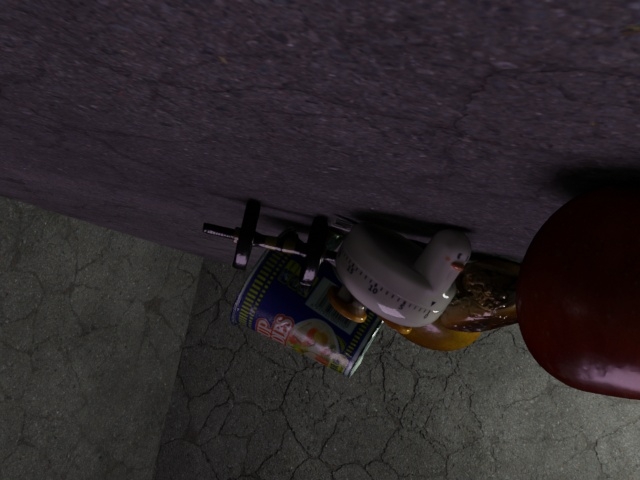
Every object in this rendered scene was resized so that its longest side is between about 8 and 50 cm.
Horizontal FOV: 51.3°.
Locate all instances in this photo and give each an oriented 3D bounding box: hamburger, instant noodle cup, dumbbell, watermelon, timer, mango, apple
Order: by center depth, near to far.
[{"bbox_3d":[0.345,0.061,0.705,0.261,0.216,0.260,11,173,1],"label":"apple"},{"bbox_3d":[0.152,0.044,1.241,0.234,0.240,0.233,29,-163,-10],"label":"timer"},{"bbox_3d":[-0.085,0.009,1.394,0.326,0.143,0.143,13,174,-7],"label":"dumbbell"},{"bbox_3d":[0.377,0.126,1.476,0.243,0.146,0.286,-7,161,0],"label":"hamburger"},{"bbox_3d":[0.004,0.003,1.524,0.084,0.092,0.072,35,-163,-53],"label":"watermelon"},{"bbox_3d":[-0.010,0.163,1.599,0.312,0.284,0.284,31,177,10],"label":"instant noodle cup"},{"bbox_3d":[0.272,0.154,1.712,0.264,0.221,0.378,13,165,42],"label":"mango"}]

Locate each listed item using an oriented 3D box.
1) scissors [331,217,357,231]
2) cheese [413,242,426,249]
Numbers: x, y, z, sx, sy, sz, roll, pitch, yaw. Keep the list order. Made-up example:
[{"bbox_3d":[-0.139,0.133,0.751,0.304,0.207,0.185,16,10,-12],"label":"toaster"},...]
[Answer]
[{"bbox_3d":[0.075,-0.022,1.364,0.085,0.022,0.176,9,175,38],"label":"scissors"},{"bbox_3d":[0.204,0.028,1.483,0.095,0.038,0.145,11,173,18],"label":"cheese"}]
